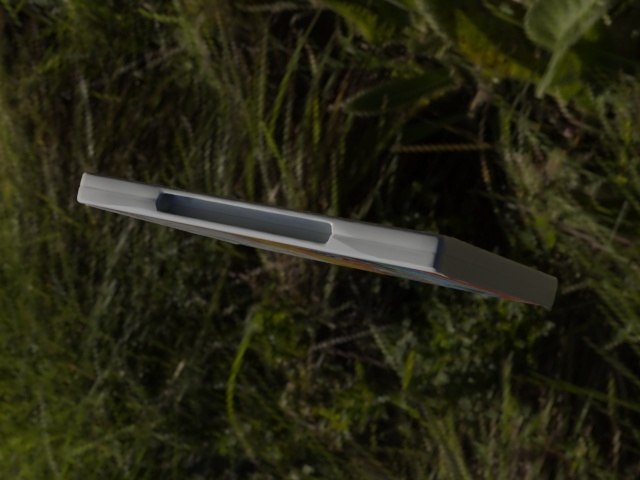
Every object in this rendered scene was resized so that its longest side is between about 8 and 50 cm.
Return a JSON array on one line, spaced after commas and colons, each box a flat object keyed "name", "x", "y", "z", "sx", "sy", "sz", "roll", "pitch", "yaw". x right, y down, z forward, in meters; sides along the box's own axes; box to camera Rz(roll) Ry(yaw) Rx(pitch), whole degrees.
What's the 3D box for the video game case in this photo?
[{"name": "video game case", "x": 0.000, "y": 0.000, "z": 0.784, "sx": 0.285, "sy": 0.025, "sz": 0.204, "roll": 11, "pitch": 177, "yaw": 31}]
